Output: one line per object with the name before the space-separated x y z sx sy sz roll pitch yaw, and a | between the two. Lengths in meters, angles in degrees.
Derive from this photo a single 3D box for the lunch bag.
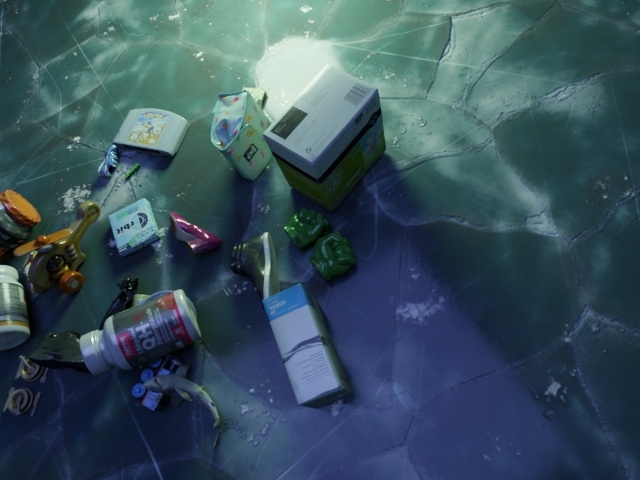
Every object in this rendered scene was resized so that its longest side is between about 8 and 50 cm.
lunch bag | -0.287 -0.381 1.623 0.160 0.223 0.262 -6 66 18

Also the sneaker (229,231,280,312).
sneaker | -0.223 0.119 1.465 0.147 0.104 0.296 -14 59 8

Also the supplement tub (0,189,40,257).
supplement tub | -1.283 -0.029 1.692 0.338 0.207 0.207 -40 65 -6

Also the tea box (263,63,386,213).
tea box | 0.031 -0.330 1.478 0.220 0.323 0.329 35 79 24

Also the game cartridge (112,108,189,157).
game cartridge | -0.709 -0.459 1.843 0.297 0.062 0.198 12 74 17

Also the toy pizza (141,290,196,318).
toy pizza | -0.517 0.269 1.477 0.201 0.032 0.201 2 74 -6

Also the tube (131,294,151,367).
tube | -0.624 0.306 1.493 0.062 0.070 0.240 15 67 -31

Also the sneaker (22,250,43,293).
sneaker | -1.083 0.124 1.665 0.084 0.069 0.185 -19 58 13

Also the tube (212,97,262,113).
tube | -0.338 -0.546 1.774 0.207 0.052 0.080 6 63 19

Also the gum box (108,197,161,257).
gum box | -0.707 -0.050 1.669 0.157 0.041 0.184 -27 65 -1

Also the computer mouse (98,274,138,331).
computer mouse | -0.687 0.249 1.474 0.072 0.188 0.272 12 79 -12

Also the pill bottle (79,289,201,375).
pill bottle | -0.548 0.288 1.352 0.318 0.176 0.176 -22 63 -15

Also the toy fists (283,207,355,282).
toy fists | 0.000 0.000 1.469 0.142 0.096 0.279 -39 63 -7

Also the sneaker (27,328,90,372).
sneaker | -0.839 0.368 1.486 0.286 0.109 0.130 6 55 9

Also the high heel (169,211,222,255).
high heel | -0.463 -0.040 1.610 0.117 0.082 0.244 -21 44 -33

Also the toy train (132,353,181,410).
toy train | -0.513 0.445 1.397 0.105 0.080 0.184 21 70 10

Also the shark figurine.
shark figurine | -0.404 0.498 1.352 0.278 0.166 0.116 36 106 -2

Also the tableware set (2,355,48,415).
tableware set | -1.012 0.491 1.500 0.128 0.039 0.194 2 68 13

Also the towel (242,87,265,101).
towel | -0.288 -0.572 1.816 0.110 0.027 0.148 7 68 14

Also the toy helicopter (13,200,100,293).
toy helicopter | -0.924 0.004 1.585 0.140 0.235 0.355 18 72 19

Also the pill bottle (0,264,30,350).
pill bottle | -1.147 0.238 1.572 0.162 0.162 0.278 -26 64 0

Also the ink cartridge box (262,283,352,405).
ink cartridge box | -0.034 0.310 1.269 0.129 0.223 0.307 -24 64 2

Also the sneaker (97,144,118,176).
sneaker | -0.864 -0.326 1.819 0.059 0.053 0.144 12 78 17

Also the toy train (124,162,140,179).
toy train | -0.771 -0.282 1.798 0.023 0.017 0.083 33 77 33
